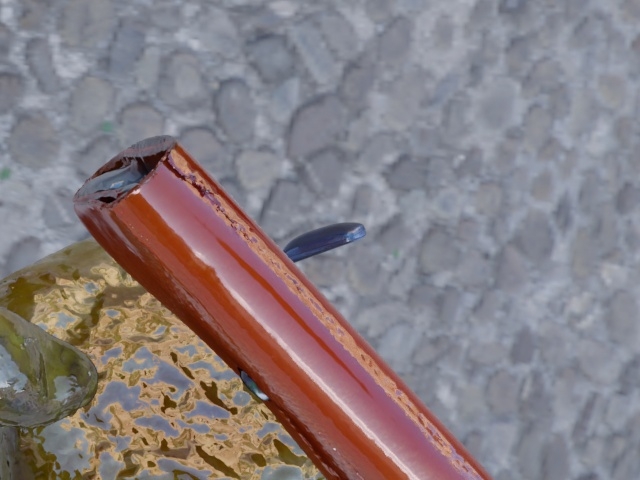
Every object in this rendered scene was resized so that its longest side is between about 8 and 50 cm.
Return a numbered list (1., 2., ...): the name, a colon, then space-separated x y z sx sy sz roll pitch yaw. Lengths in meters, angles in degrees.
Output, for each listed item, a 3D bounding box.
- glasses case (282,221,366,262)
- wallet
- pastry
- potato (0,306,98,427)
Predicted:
1. glasses case: 0.000 0.000 1.411 0.033 0.083 0.023 -23 93 -65
2. wallet: -0.015 0.046 0.618 0.045 0.142 0.204 -45 104 -11
3. pastry: -0.085 0.106 0.891 0.235 0.257 0.121 -4 139 -26
4. potato: -0.134 0.055 0.646 0.092 0.045 0.046 36 73 -48
